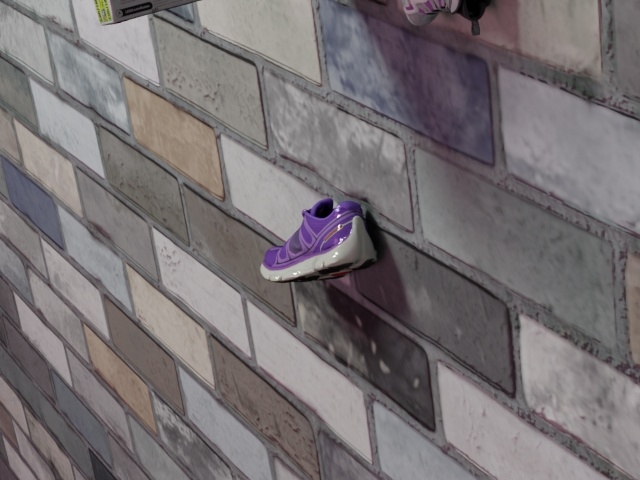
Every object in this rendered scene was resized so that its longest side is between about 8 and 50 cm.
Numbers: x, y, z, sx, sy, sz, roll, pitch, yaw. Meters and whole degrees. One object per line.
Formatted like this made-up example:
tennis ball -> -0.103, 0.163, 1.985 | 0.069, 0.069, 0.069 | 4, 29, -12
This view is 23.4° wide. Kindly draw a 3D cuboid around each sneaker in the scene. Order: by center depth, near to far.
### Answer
sneaker -> 0.093, -0.167, 1.090 | 0.069, 0.038, 0.098 | 61, 155, 23
sneaker -> 0.000, 0.000, 1.420 | 0.170, 0.068, 0.071 | -19, 75, 58

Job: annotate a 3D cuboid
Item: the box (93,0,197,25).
box -> -0.087, -0.248, 1.209 | 0.036, 0.207, 0.114 | 8, 115, 64
